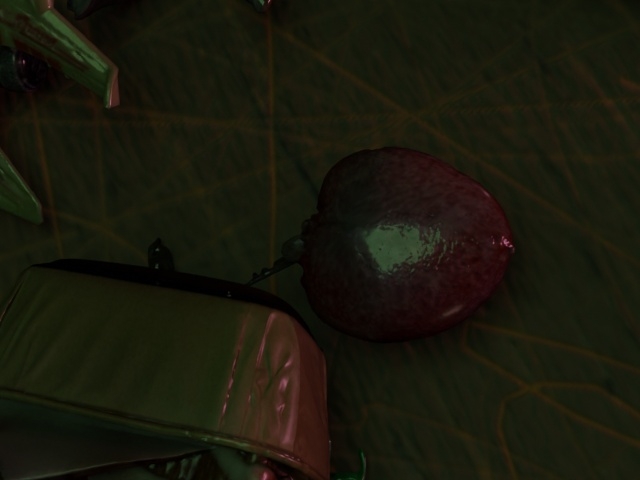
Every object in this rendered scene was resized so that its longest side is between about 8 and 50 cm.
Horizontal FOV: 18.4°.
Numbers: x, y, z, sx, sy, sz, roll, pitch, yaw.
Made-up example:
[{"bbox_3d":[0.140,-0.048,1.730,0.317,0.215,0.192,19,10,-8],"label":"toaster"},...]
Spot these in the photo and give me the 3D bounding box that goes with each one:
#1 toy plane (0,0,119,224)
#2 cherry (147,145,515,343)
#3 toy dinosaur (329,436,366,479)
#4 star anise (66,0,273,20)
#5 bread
[{"bbox_3d":[-0.216,-0.129,1.136,0.229,0.092,0.244,1,97,24],"label":"toy plane"},{"bbox_3d":[0.000,0.000,1.081,0.225,0.090,0.107,3,87,22],"label":"cherry"},{"bbox_3d":[-0.003,0.108,1.086,0.062,0.021,0.083,9,85,14],"label":"toy dinosaur"},{"bbox_3d":[-0.080,-0.224,1.140,0.236,0.093,0.229,27,85,12],"label":"star anise"},{"bbox_3d":[-0.106,0.121,1.031,0.224,0.142,0.212,8,67,23],"label":"bread"}]
